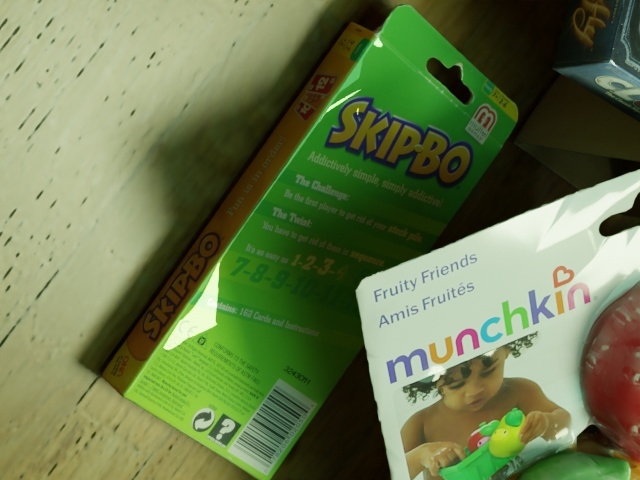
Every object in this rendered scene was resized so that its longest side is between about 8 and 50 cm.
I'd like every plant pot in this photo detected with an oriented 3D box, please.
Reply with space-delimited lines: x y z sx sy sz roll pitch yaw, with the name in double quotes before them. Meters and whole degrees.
"plant pot" 0.200 -0.073 1.134 0.109 0.109 0.096 30 79 -40

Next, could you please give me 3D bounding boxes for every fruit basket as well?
"fruit basket" 0.198 0.117 1.062 0.327 0.165 0.353 -20 127 -15

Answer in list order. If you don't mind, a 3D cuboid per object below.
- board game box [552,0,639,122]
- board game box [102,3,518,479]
"board game box" 0.240 -0.124 1.074 0.243 0.042 0.165 25 74 -37
"board game box" 0.000 0.000 1.063 0.124 0.039 0.259 38 89 -40
